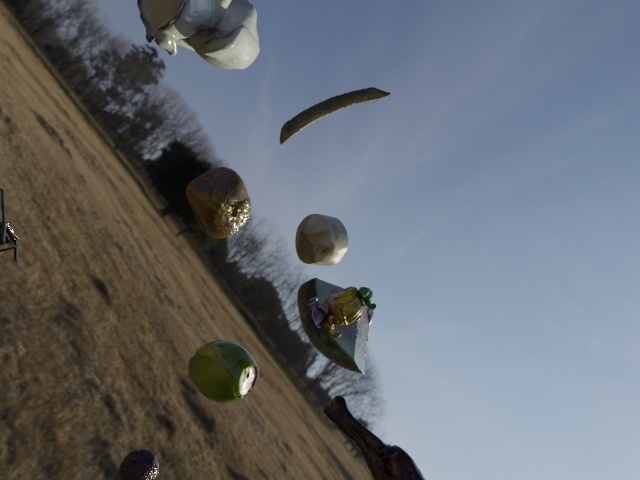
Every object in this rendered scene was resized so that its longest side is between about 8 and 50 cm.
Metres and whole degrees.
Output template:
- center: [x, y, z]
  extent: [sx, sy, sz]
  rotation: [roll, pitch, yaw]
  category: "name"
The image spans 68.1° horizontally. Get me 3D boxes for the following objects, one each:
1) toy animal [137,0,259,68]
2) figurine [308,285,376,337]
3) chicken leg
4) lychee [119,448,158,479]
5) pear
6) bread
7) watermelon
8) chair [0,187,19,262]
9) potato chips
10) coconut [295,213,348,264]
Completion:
- center: [-0.242, -0.458, 0.997]
  extent: [0.289, 0.174, 0.249]
  rotation: [12, 21, -38]
  category: "toy animal"
- center: [0.062, 0.171, 1.137]
  extent: [0.095, 0.156, 0.115]
  rotation: [-88, 153, -69]
  category: "figurine"
- center: [0.142, 0.515, 1.022]
  extent: [0.157, 0.096, 0.407]
  rotation: [8, 35, -42]
  category: "chicken leg"
- center: [-0.606, 0.772, 1.596]
  extent: [0.123, 0.123, 0.129]
  rotation: [27, -42, 66]
  category: "lychee"
- center: [-0.312, 0.400, 1.467]
  extent: [0.219, 0.188, 0.188]
  rotation: [18, -27, 24]
  category: "pear"
- center: [-0.343, -0.118, 1.685]
  extent: [0.176, 0.195, 0.246]
  rotation: [39, -24, 27]
  category: "bread"
- center: [0.044, 0.207, 1.394]
  extent: [0.320, 0.213, 0.290]
  rotation: [45, -21, 62]
  category: "watermelon"
- center: [-0.910, -0.039, 1.330]
  extent: [0.102, 0.084, 0.213]
  rotation: [100, -30, -50]
  category: "chair"
- center: [0.035, -0.408, 1.481]
  extent: [0.080, 0.406, 0.057]
  rotation: [63, -16, 0]
  category: "potato chips"
- center: [-0.002, 0.002, 2.028]
  extent: [0.241, 0.241, 0.241]
  rotation: [50, -11, 14]
  category: "coconut"
